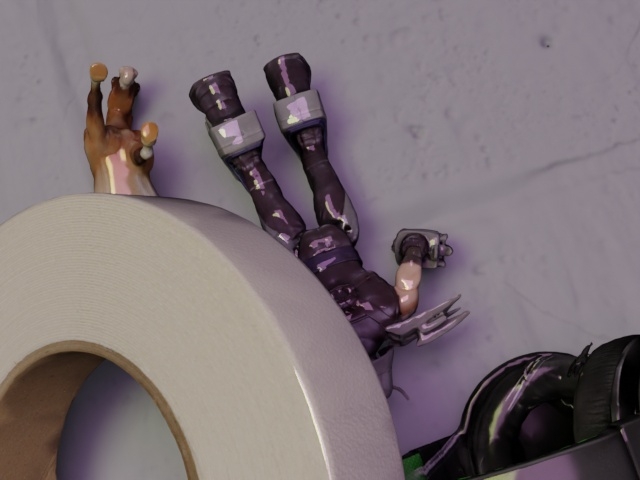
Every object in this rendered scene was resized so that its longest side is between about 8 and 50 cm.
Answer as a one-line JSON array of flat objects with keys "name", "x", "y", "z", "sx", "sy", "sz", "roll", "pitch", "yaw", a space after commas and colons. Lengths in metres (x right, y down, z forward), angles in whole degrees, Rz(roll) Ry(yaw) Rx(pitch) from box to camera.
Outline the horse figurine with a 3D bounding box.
[{"name": "horse figurine", "x": -0.135, "y": -0.016, "z": 0.855, "sx": 0.066, "sy": 0.174, "sz": 0.263, "roll": -13, "pitch": 85, "yaw": -15}]

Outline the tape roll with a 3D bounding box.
[{"name": "tape roll", "x": -0.123, "y": 0.164, "z": 0.709, "sx": 0.392, "sy": 0.072, "sz": 0.392, "roll": -1, "pitch": 88, "yaw": 38}]

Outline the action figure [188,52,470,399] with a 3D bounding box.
[{"name": "action figure", "x": 0.000, "y": 0.000, "z": 0.866, "sx": 0.185, "sy": 0.099, "sz": 0.285, "roll": -19, "pitch": 75, "yaw": -11}]

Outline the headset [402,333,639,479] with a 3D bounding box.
[{"name": "headset", "x": 0.184, "y": 0.101, "z": 0.754, "sx": 0.394, "sy": 0.243, "sz": 0.185, "roll": -14, "pitch": 83, "yaw": -28}]
